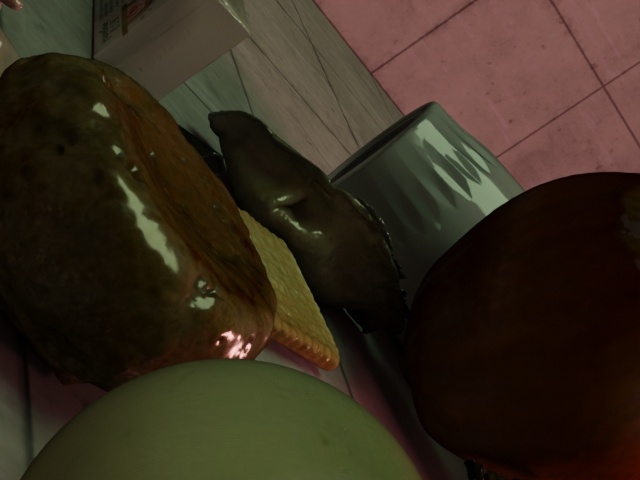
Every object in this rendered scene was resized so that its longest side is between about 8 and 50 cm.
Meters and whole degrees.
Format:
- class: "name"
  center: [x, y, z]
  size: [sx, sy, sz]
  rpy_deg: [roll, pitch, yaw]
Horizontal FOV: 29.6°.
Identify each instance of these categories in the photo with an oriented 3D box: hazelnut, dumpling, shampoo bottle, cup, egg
- class: "hazelnut"
  center: [0.266, 0.103, 1.251]
  size: [0.366, 0.366, 0.366]
  rpy_deg: [53, 12, -16]
- class: "dumpling"
  center: [-0.004, 0.002, 1.290]
  size: [0.332, 0.086, 0.166]
  rpy_deg: [51, -20, -23]
- class: "shampoo bottle"
  center: [-0.127, -0.088, 1.079]
  size: [0.048, 0.027, 0.137]
  rpy_deg: [26, 6, -39]
- class: "cup"
  center: [0.173, 0.030, 1.538]
  size: [0.371, 0.253, 0.253]
  rpy_deg: [51, 12, -7]
- class: "egg"
  center: [-0.040, 0.142, 0.513]
  size: [0.188, 0.188, 0.253]
  rpy_deg: [55, 6, -6]

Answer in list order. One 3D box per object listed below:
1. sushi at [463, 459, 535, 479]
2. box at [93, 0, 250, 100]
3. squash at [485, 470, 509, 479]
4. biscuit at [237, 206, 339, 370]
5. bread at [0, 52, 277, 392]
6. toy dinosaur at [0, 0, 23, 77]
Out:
- class: "sushi"
  center: [0.219, 0.321, 1.144]
  size: [0.287, 0.149, 0.140]
  rpy_deg: [47, 27, -33]
- class: "box"
  center: [-0.151, -0.231, 1.205]
  size: [0.081, 0.135, 0.199]
  rpy_deg: [50, 14, -29]
- class: "squash"
  center: [0.279, 0.231, 1.476]
  size: [0.041, 0.219, 0.219]
  rpy_deg: [34, 14, -4]
- class: "biscuit"
  center: [-0.067, 0.027, 1.100]
  size: [0.250, 0.030, 0.160]
  rpy_deg: [37, 23, -58]
- class: "bread"
  center: [-0.124, 0.000, 0.728]
  size: [0.230, 0.123, 0.230]
  rpy_deg: [53, 9, -13]
- class: "toy dinosaur"
  center: [-0.253, -0.177, 0.782]
  size: [0.194, 0.152, 0.177]
  rpy_deg: [38, 59, -32]
